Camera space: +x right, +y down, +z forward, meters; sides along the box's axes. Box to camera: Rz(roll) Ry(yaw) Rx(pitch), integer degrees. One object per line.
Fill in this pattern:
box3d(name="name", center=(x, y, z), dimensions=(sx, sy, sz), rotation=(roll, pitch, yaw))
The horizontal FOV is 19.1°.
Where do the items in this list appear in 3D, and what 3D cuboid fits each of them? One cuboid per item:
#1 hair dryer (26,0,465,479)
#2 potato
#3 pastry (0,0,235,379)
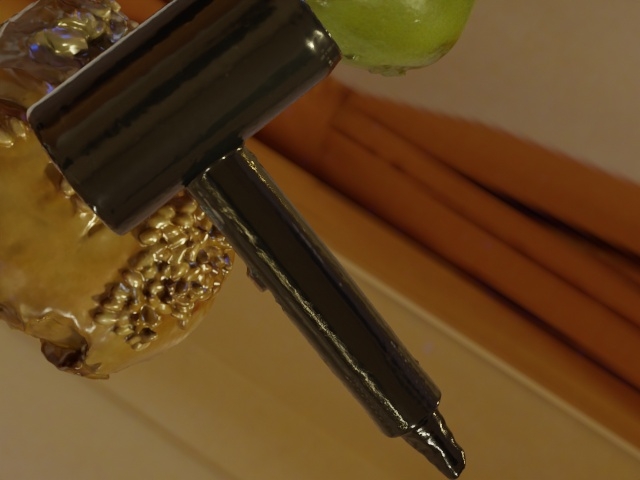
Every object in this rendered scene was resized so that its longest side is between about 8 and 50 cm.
box3d(name="hair dryer", center=(0.000, 0.000, 0.843), dimensions=(0.128, 0.255, 0.070), rotation=(-39, -163, 3))
box3d(name="potato", center=(0.021, -0.214, 1.181), dimensions=(0.253, 0.148, 0.186), rotation=(44, 72, -43))
box3d(name="pastry", center=(-0.154, -0.054, 1.371), dimensions=(0.162, 0.255, 0.311), rotation=(-31, -154, 23))
